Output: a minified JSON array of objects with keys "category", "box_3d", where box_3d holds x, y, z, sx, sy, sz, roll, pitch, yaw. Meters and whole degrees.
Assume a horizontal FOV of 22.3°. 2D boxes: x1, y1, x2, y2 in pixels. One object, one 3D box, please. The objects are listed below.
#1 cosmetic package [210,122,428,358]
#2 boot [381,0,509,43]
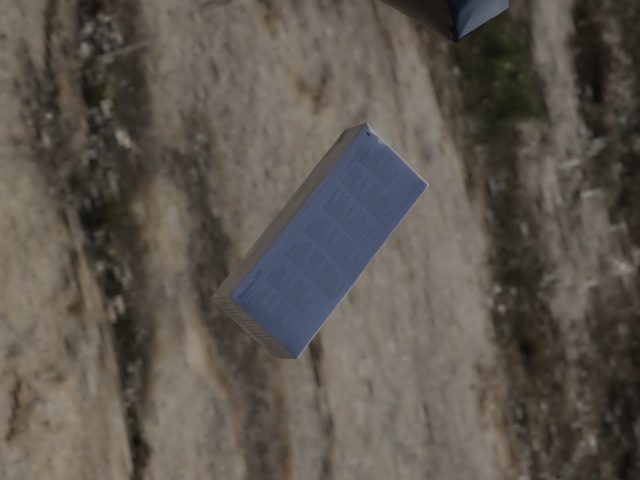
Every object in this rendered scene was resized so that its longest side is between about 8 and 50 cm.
[{"category":"cosmetic package","box_3d":[0.000,0.000,1.671,0.099,0.060,0.239,45,70,-18]},{"category":"boot","box_3d":[-0.013,-0.421,1.610,0.146,0.445,0.367,-41,140,-15]}]
